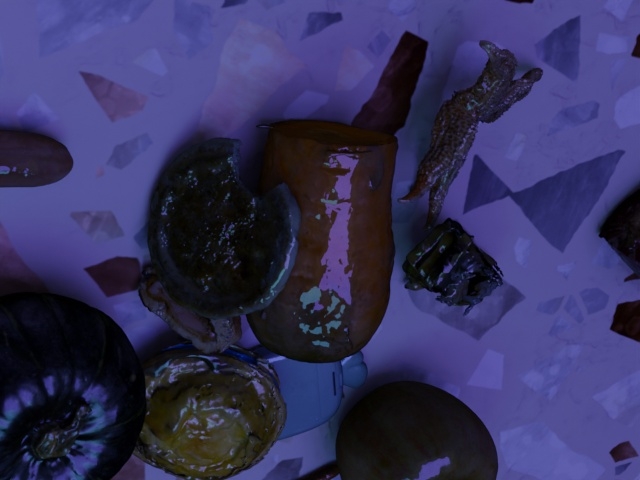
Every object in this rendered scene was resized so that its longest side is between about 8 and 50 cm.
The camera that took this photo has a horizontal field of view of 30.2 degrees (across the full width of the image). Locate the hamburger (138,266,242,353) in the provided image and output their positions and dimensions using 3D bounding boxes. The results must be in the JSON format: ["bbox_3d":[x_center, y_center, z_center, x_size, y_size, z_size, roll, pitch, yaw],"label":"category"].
[{"bbox_3d":[-0.172,0.091,1.724,0.087,0.176,0.102,-63,157,11],"label":"hamburger"}]

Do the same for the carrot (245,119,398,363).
[{"bbox_3d":[0.000,0.000,1.707,0.224,0.224,0.340,-3,109,-26],"label":"carrot"}]

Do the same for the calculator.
[{"bbox_3d":[-0.056,0.242,1.915,0.295,0.042,0.184,-16,122,-18],"label":"calculator"}]

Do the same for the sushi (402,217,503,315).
[{"bbox_3d":[0.204,0.053,1.859,0.139,0.131,0.291,-46,165,4],"label":"sushi"}]

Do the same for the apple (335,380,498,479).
[{"bbox_3d":[0.154,0.362,1.971,0.257,0.234,0.257,-14,121,-24],"label":"apple"}]

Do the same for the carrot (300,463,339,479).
[{"bbox_3d":[-0.043,0.428,2.032,0.190,0.037,0.037,-24,125,-19],"label":"carrot"}]

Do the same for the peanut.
[{"bbox_3d":[-0.394,-0.105,1.531,0.152,0.076,0.076,1,116,-29],"label":"peanut"}]

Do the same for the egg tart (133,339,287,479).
[{"bbox_3d":[-0.175,0.275,1.791,0.291,0.107,0.291,-4,126,-5],"label":"egg tart"}]

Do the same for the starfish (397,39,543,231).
[{"bbox_3d":[0.206,-0.154,1.761,0.293,0.084,0.301,-58,167,14],"label":"starfish"}]

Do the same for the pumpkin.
[{"bbox_3d":[-0.397,0.223,1.605,0.323,0.241,0.323,-14,122,-23],"label":"pumpkin"}]

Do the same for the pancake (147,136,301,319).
[{"bbox_3d":[-0.139,-0.011,1.628,0.037,0.253,0.253,-9,127,-64],"label":"pancake"}]

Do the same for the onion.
[{"bbox_3d":[0.633,0.006,2.038,0.216,0.206,0.207,32,99,-37],"label":"onion"}]
